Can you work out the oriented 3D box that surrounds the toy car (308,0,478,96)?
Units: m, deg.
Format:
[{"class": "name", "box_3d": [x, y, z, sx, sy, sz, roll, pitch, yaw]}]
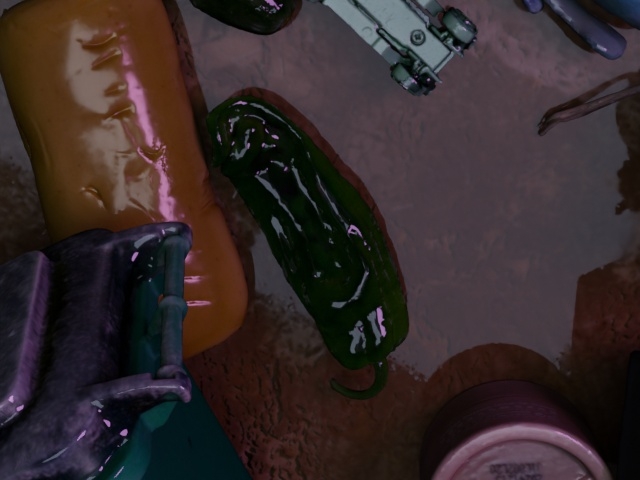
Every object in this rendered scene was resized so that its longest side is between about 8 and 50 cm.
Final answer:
[{"class": "toy car", "box_3d": [0.046, -0.176, 0.924, 0.143, 0.054, 0.073, 41, 99, -7]}]

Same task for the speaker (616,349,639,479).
[{"class": "speaker", "box_3d": [0.371, 0.177, 0.861, 0.254, 0.232, 0.184, -4, 104, -29]}]

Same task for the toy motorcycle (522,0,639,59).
[{"class": "toy motorcycle", "box_3d": [0.217, -0.255, 0.862, 0.206, 0.154, 0.260, -12, 106, 29]}]

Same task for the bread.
[{"class": "bread", "box_3d": [-0.154, -0.051, 0.945, 0.142, 0.091, 0.305, -15, 101, 1]}]

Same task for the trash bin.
[{"class": "trash bin", "box_3d": [-0.146, 0.204, 0.875, 0.295, 0.259, 0.381, -25, 123, 11]}]

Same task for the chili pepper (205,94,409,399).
[{"class": "chili pepper", "box_3d": [-0.003, 0.002, 0.957, 0.100, 0.074, 0.257, -31, 93, 1]}]

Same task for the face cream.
[{"class": "face cream", "box_3d": [0.152, 0.195, 0.970, 0.149, 0.104, 0.149, 1, 102, 3]}]

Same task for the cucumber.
[{"class": "cucumber", "box_3d": [-0.114, -0.231, 0.917, 0.227, 0.069, 0.069, 39, 101, -2]}]

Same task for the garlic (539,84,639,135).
[{"class": "garlic", "box_3d": [0.280, -0.046, 0.871, 0.256, 0.207, 0.207, 7, 102, 9]}]
